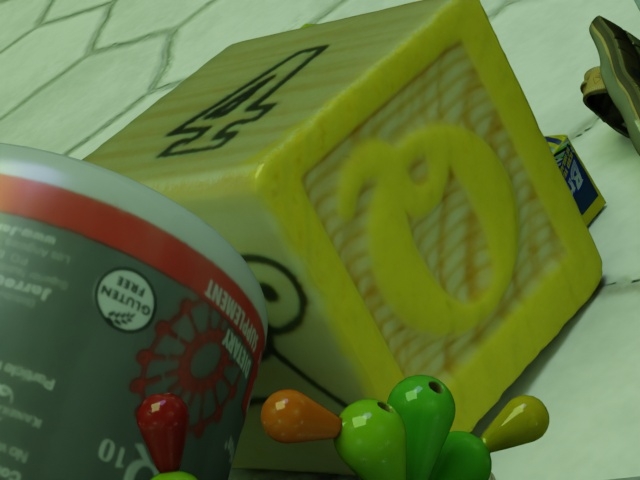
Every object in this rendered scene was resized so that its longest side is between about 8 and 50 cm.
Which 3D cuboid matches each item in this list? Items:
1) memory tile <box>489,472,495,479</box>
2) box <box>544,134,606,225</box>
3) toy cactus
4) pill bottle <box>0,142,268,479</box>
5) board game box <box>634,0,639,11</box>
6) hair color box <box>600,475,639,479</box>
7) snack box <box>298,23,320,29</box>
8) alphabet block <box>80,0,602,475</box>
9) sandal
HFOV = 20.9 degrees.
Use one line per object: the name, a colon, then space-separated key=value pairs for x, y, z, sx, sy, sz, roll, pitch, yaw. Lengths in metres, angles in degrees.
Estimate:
memory tile: x=0.048 y=0.152 z=0.831 sx=0.113 sy=0.012 sz=0.148 roll=-38 pitch=25 yaw=-10
box: x=0.087 y=-0.023 z=1.063 sx=0.169 sy=0.054 sz=0.059 roll=0 pitch=40 yaw=51
toy cactus: x=0.025 y=0.145 z=0.711 sx=0.112 sy=0.219 sz=0.180 roll=-21 pitch=63 yaw=61
pill bottle: x=-0.163 y=0.157 z=0.748 sx=0.210 sy=0.210 sz=0.363 roll=-11 pitch=52 yaw=40
board game box: x=0.318 y=-0.207 z=0.950 sx=0.318 sy=0.066 sz=0.318 roll=-28 pitch=2 yaw=14
hair color box: x=-0.008 y=0.174 z=0.540 sx=0.339 sy=0.110 sz=0.185 roll=-21 pitch=-4 yaw=-22
snack box: x=-0.020 y=-0.074 z=1.274 sx=0.207 sy=0.070 sz=0.174 roll=-45 pitch=27 yaw=-21
alphabet block: x=0.000 y=0.000 z=0.943 sx=0.197 sy=0.192 sz=0.193 roll=-4 pitch=33 yaw=47
sandal: x=0.187 y=-0.083 z=1.053 sx=0.049 sy=0.072 sz=0.180 roll=-47 pitch=21 yaw=25
